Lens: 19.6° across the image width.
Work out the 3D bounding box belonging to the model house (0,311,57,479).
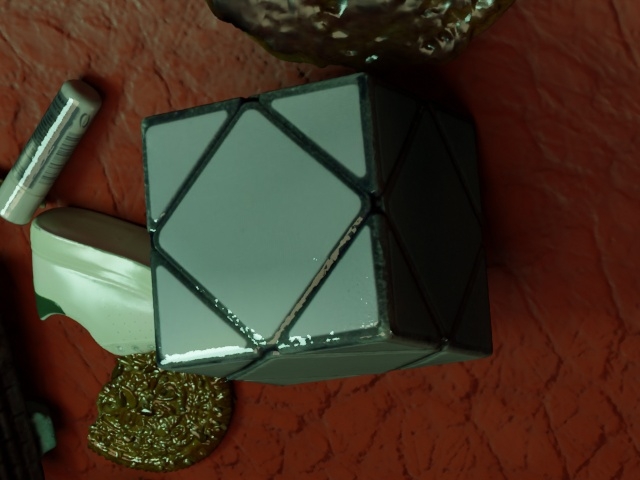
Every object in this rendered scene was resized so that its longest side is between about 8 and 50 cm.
[{"bbox_3d":[-0.396,0.135,1.769,0.248,0.230,0.281,-17,121,-15],"label":"model house"}]

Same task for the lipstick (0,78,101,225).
[{"bbox_3d":[-0.241,-0.078,1.637,0.040,0.040,0.141,36,113,0],"label":"lipstick"}]

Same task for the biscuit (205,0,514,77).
[{"bbox_3d":[0.009,-0.274,1.415,0.334,0.081,0.289,32,125,-2],"label":"biscuit"}]

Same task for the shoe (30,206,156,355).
[{"bbox_3d":[-0.144,0.058,1.658,0.265,0.095,0.110,23,118,20],"label":"shoe"}]

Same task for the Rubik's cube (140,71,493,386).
[{"bbox_3d":[0.000,0.000,1.454,0.207,0.205,0.205,-8,79,26],"label":"Rubik's cube"}]

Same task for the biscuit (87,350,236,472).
[{"bbox_3d":[-0.145,0.154,1.755,0.126,0.025,0.206,31,125,3],"label":"biscuit"}]

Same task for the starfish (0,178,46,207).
[{"bbox_3d":[-0.408,-0.065,1.672,0.295,0.048,0.231,-14,95,-5],"label":"starfish"}]
